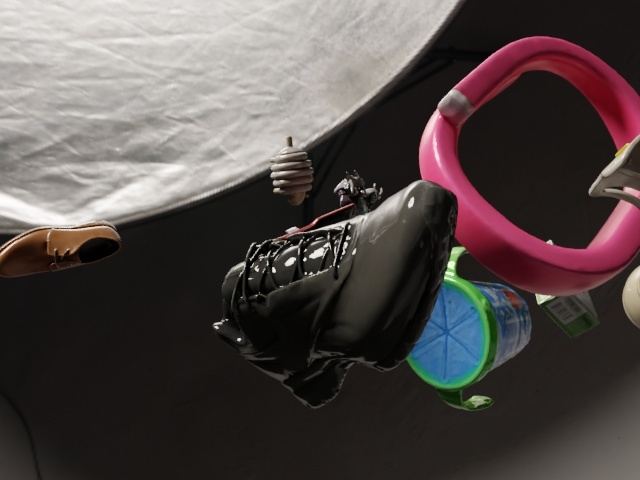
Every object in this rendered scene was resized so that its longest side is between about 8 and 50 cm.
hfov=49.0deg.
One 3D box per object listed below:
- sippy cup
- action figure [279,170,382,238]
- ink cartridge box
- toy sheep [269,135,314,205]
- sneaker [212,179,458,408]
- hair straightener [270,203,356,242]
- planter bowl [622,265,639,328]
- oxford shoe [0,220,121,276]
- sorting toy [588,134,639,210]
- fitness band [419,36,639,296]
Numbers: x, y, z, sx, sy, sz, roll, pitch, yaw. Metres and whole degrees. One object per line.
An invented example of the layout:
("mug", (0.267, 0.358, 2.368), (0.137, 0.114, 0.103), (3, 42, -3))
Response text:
("sippy cup", (0.323, 0.183, 1.492), (0.240, 0.224, 0.306), (44, 122, 36))
("action figure", (0.039, -0.027, 1.497), (0.285, 0.185, 0.099), (-41, 36, -24))
("ink cartridge box", (0.455, 0.074, 1.347), (0.062, 0.109, 0.209), (-37, 24, 26))
("toy sheep", (-0.055, -0.130, 1.327), (0.091, 0.091, 0.132), (-7, 100, 21))
("sneaker", (-0.003, 0.041, 0.532), (0.130, 0.286, 0.109), (28, 50, -10))
("hair straightener", (0.000, 0.000, 1.172), (0.089, 0.230, 0.047), (42, 132, 32))
("planter bowl", (0.689, 0.104, 1.408), (0.162, 0.109, 0.162), (-10, 67, 24))
("oxford shoe", (-0.441, 0.018, 1.183), (0.212, 0.076, 0.076), (-18, 30, -24))
("sorting toy", (0.216, -0.037, 0.457), (0.083, 0.075, 0.045), (22, 66, -3))
("fitness band", (0.210, -0.076, 0.623), (0.209, 0.054, 0.291), (46, 52, 5))
